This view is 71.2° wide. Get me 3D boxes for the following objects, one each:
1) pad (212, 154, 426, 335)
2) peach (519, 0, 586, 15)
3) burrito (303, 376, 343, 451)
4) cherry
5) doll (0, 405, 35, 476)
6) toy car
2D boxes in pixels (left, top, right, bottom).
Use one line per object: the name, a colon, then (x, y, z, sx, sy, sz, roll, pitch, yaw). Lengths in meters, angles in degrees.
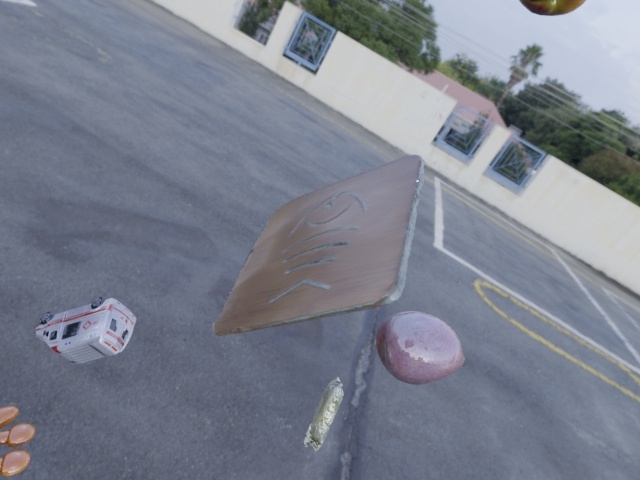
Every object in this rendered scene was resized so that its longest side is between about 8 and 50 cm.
pad: (0.000, 0.000, 0.619, 0.018, 0.287, 0.283, 53, 38, -29)
peach: (0.415, -0.472, 0.794, 0.138, 0.138, 0.138, 26, 23, -12)
burrito: (0.011, 0.424, 1.090, 0.058, 0.188, 0.045, 21, -4, 39)
cherry: (0.281, 0.294, 1.265, 0.239, 0.240, 0.205, -5, 76, -55)
doll: (-0.459, 0.247, 0.512, 0.221, 0.135, 0.143, 6, 19, -25)
toy car: (-0.485, 0.193, 0.902, 0.089, 0.210, 0.108, 62, 18, -44)
